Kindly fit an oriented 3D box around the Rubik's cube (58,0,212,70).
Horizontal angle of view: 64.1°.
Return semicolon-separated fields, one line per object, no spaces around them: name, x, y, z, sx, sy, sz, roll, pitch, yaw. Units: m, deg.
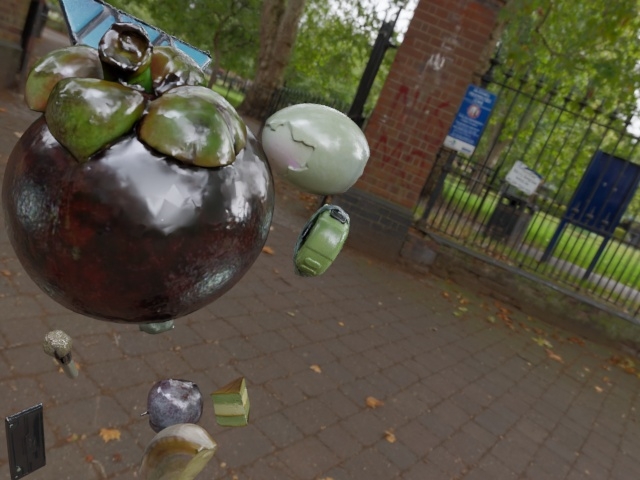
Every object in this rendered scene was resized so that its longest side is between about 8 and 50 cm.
Rubik's cube;-0.394;-0.329;1.006;0.229;0.233;0.228;33;20;1

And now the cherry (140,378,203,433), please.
cherry;-0.482;0.555;1.699;0.195;0.195;0.195;22;12;-5

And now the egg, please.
egg;-0.018;-0.191;1.046;0.217;0.183;0.183;27;9;-23

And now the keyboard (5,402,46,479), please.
keyboard;-0.445;0.307;0.775;0.010;0.155;0.053;38;36;30

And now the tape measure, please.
tape measure;0.000;0.000;1.246;0.106;0.200;0.175;32;-10;-4

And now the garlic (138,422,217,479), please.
garlic;-0.275;0.403;0.936;0.101;0.195;0.087;48;14;33

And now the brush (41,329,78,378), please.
brush;-0.436;0.209;0.877;0.042;0.039;0.299;33;-32;-1

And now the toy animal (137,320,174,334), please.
toy animal;-0.554;0.216;1.749;0.125;0.251;0.127;23;41;6

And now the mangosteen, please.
mangosteen;-0.196;-0.056;0.563;0.300;0.300;0.300;22;12;-5

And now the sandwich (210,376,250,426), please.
sandwich;-0.252;0.528;1.696;0.144;0.117;0.187;-12;0;30
